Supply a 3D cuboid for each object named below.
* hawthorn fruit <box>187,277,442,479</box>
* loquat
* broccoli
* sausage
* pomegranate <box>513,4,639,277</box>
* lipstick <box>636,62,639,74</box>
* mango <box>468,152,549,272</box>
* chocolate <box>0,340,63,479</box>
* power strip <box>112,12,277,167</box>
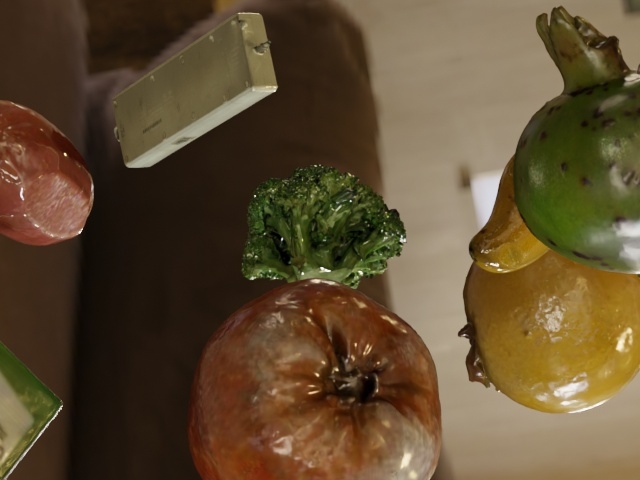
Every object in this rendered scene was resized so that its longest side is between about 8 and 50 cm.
[{"bbox_3d":[-0.022,0.152,1.582,0.231,0.263,0.235,4,83,-56],"label":"hawthorn fruit"},{"bbox_3d":[0.311,0.106,2.376,0.275,0.275,0.275,-10,90,-82],"label":"loquat"},{"bbox_3d":[0.000,0.000,2.028,0.156,0.195,0.195,-105,178,-46],"label":"broccoli"},{"bbox_3d":[-0.339,-0.073,2.009,0.254,0.148,0.148,43,38,-65],"label":"sausage"},{"bbox_3d":[0.266,-0.089,1.579,0.211,0.211,0.263,-57,130,-78],"label":"pomegranate"},{"bbox_3d":[0.302,-0.171,1.492,0.025,0.107,0.025,15,-39,53],"label":"lipstick"},{"bbox_3d":[0.239,-0.039,2.007,0.190,0.098,0.075,-58,-162,-21],"label":"mango"},{"bbox_3d":[-0.520,0.215,1.875,0.360,0.341,0.161,-54,147,-29],"label":"chocolate"},{"bbox_3d":[-0.165,-0.192,2.289,0.367,0.043,0.106,-24,-105,52],"label":"power strip"}]
